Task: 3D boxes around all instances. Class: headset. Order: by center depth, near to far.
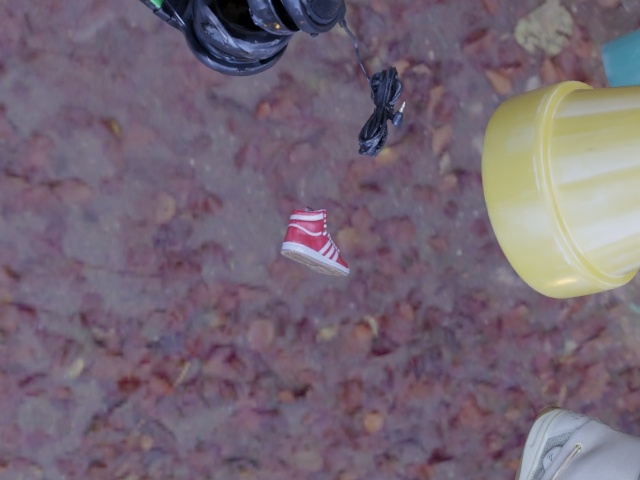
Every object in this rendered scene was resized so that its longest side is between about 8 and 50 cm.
[{"bbox_3d":[-0.063,-0.254,1.437,0.394,0.185,0.243,29,152,-27],"label":"headset"}]

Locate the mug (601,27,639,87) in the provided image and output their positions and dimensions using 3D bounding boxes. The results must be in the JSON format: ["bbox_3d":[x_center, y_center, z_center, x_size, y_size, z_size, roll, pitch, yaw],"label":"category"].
[{"bbox_3d":[0.442,-0.219,1.649,0.097,0.158,0.129,-21,95,26],"label":"mug"}]

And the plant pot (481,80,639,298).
[{"bbox_3d":[0.351,-0.076,1.439,0.239,0.254,0.254,-16,130,39],"label":"plant pot"}]

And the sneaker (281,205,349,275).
[{"bbox_3d":[0.000,0.000,1.502,0.042,0.067,0.118,-2,161,35],"label":"sneaker"}]

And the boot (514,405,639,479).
[{"bbox_3d":[0.240,0.262,1.095,0.077,0.165,0.213,23,80,-42],"label":"boot"}]
